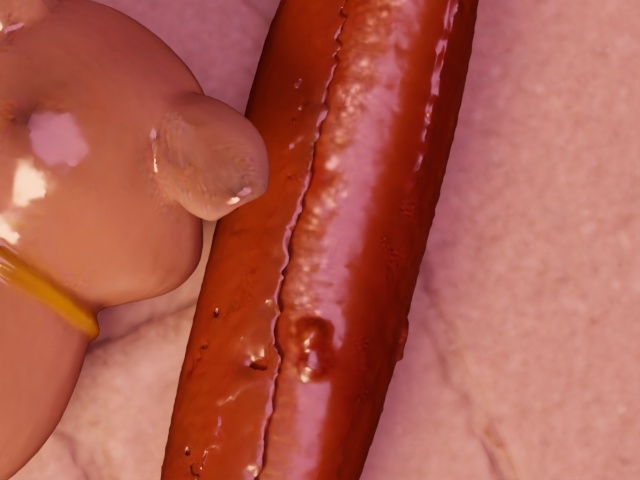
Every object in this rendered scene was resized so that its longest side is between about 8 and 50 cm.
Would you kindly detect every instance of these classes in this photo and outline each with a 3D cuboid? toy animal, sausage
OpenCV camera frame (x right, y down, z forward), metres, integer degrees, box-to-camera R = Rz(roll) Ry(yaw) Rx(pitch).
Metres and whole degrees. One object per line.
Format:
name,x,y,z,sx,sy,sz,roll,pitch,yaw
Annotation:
toy animal,-0.148,0.008,0.828,0.165,0.149,0.248,34,96,-7
sausage,0.000,0.000,0.860,0.102,0.102,0.330,15,84,-4
